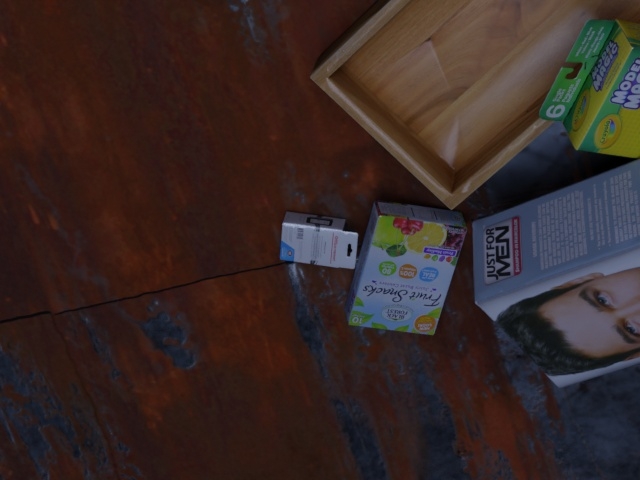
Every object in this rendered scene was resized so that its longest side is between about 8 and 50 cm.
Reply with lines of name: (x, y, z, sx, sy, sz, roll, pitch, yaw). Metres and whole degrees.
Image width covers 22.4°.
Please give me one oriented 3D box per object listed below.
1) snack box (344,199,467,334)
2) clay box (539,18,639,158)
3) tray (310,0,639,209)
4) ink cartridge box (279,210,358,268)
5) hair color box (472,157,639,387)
snack box: (0.091, 0.031, 1.744, 0.100, 0.037, 0.141, 8, 120, -12)
clay box: (0.334, -0.139, 1.563, 0.222, 0.053, 0.127, 5, 130, -22)
tray: (0.205, -0.235, 1.580, 0.203, 0.076, 0.411, 42, 115, -13)
ink cartridge box: (0.000, 0.000, 1.762, 0.083, 0.028, 0.048, 8, 120, 5)
hair color box: (0.357, 0.009, 1.598, 0.374, 0.113, 0.185, -21, 135, 28)
